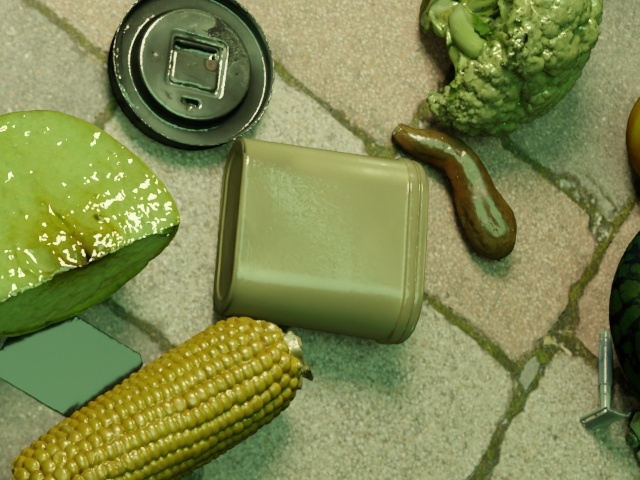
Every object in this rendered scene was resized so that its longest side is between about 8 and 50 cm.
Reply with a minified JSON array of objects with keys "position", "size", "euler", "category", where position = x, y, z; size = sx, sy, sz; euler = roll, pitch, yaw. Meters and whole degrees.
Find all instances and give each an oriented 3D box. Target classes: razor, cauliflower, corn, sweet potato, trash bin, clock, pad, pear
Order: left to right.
[{"position":[-0.339,-0.028,1.691],"size":[0.288,0.139,0.239],"euler":[-26,74,-22],"category":"pear"},{"position":[-0.299,0.147,1.734],"size":[0.157,0.003,0.112],"euler":[33,68,-13],"category":"pad"},{"position":[-0.186,0.212,1.697],"size":[0.387,0.144,0.144],"euler":[-28,90,-23],"category":"corn"},{"position":[-0.164,-0.218,1.852],"size":[0.215,0.042,0.215],"euler":[5,76,-23],"category":"clock"},{"position":[0.000,0.000,1.836],"size":[0.247,0.121,0.243],"euler":[8,75,-18],"category":"trash bin"},{"position":[0.192,-0.076,1.966],"size":[0.081,0.062,0.233],"euler":[-37,91,-24],"category":"sweet potato"},{"position":[0.243,-0.294,1.952],"size":[0.250,0.272,0.275],"euler":[33,50,16],"category":"cauliflower"},{"position":[0.389,0.186,2.000],"size":[0.040,0.068,0.135],"euler":[17,60,-22],"category":"razor"}]

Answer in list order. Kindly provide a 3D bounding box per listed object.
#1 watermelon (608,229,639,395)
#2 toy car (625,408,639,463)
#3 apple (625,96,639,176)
[{"position":[0.548,0.104,1.917],"size":[0.363,0.363,0.363],"euler":[5,76,-22],"category":"watermelon"},{"position":[0.488,0.312,2.006],"size":[0.093,0.058,0.186],"euler":[-17,84,-26],"category":"toy car"},{"position":[0.546,-0.141,2.051],"size":[0.237,0.207,0.237],"euler":[20,58,-36],"category":"apple"}]
